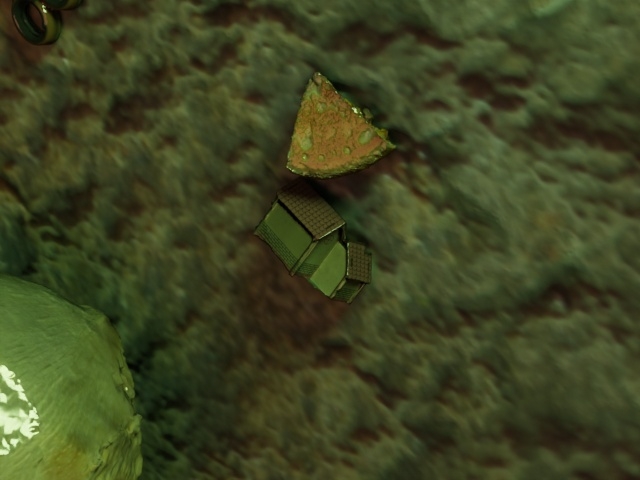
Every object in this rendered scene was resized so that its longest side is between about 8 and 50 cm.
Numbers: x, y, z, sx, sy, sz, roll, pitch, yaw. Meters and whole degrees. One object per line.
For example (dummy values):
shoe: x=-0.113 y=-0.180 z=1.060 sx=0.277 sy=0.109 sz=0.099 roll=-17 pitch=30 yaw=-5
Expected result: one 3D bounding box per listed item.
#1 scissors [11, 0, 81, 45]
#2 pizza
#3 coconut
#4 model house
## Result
scissors: x=-0.278 y=-0.259 z=1.149 sx=0.220 sy=0.017 sz=0.088 roll=50 pitch=134 yaw=6
pizza: x=0.012 y=-0.084 z=1.015 sx=0.083 sy=0.025 sz=0.078 roll=-9 pitch=94 yaw=22
coconut: x=-0.327 y=0.179 z=1.210 sx=0.346 sy=0.360 sz=0.346 roll=43 pitch=172 yaw=8
model house: x=0.000 y=0.000 z=1.056 sx=0.083 sy=0.057 sz=0.058 roll=46 pitch=109 yaw=34
